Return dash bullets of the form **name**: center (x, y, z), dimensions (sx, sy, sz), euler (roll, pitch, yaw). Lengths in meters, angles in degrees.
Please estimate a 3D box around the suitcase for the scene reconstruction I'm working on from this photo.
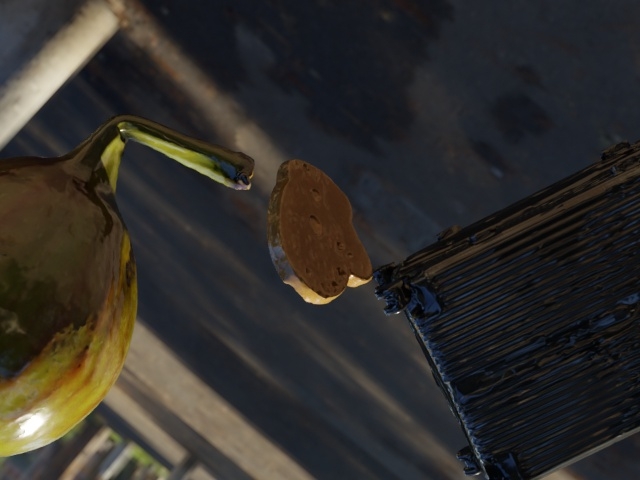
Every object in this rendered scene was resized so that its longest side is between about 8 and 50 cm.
- **suitcase**: center (0.241, 0.062, 1.292), dimensions (0.229, 0.335, 0.152), euler (64, -179, -7)

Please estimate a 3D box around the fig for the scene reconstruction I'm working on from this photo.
- **fig**: center (-0.146, 0.012, 0.698), dimensions (0.148, 0.186, 0.142), euler (23, -178, 19)

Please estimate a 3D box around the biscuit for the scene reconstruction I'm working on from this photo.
- **biscuit**: center (-0.001, 0.001, 1.247), dimensions (0.023, 0.140, 0.118), euler (-31, 120, 33)
